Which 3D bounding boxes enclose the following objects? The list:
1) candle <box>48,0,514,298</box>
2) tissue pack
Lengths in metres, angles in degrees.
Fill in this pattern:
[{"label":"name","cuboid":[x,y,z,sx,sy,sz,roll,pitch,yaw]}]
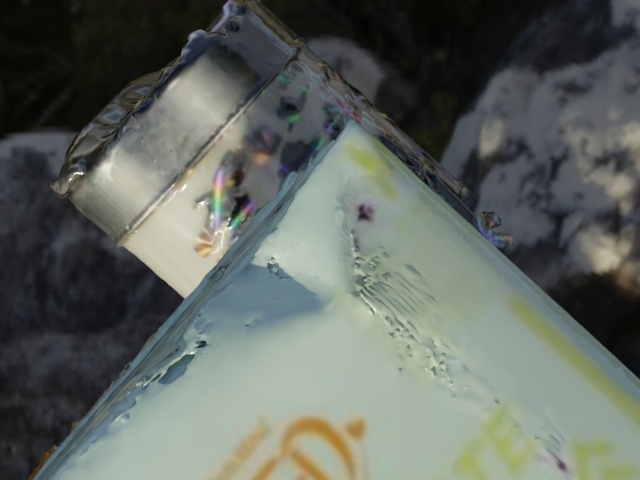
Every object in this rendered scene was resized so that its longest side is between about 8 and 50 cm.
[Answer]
[{"label":"candle","cuboid":[0.000,0.000,1.194,0.330,0.187,0.187,42,63,-4]},{"label":"tissue pack","cuboid":[0.054,0.193,0.646,0.388,0.162,0.287,42,68,-3]}]
